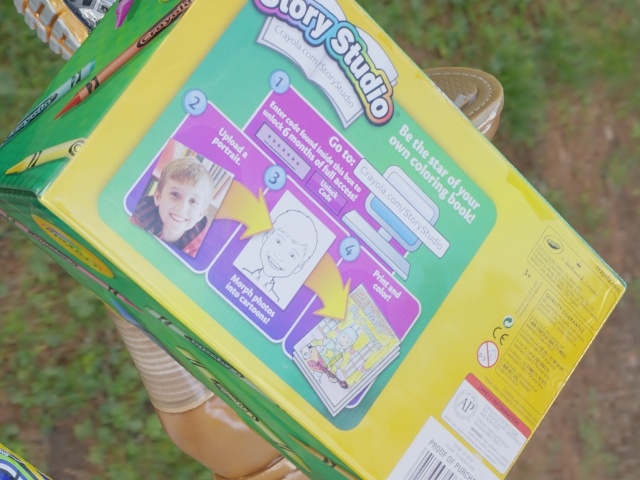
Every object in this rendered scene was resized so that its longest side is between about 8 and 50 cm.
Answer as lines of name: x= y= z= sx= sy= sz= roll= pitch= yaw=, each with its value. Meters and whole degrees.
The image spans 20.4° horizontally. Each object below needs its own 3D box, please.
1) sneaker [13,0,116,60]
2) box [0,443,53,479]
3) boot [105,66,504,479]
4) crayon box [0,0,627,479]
sneaker: x=-0.196 y=-0.195 z=1.580 sx=0.215 sy=0.084 sz=0.083 roll=47 pitch=72 yaw=-7
box: x=-0.148 y=0.185 z=1.020 sx=0.169 sy=0.059 sz=0.054 roll=37 pitch=47 yaw=-19
boot: x=0.026 y=0.043 z=1.103 sx=0.283 sy=0.109 sz=0.220 roll=-40 pitch=125 yaw=-14
crayon box: x=0.000 y=0.000 z=0.831 sx=0.278 sy=0.081 sz=0.165 roll=44 pitch=72 yaw=-25
